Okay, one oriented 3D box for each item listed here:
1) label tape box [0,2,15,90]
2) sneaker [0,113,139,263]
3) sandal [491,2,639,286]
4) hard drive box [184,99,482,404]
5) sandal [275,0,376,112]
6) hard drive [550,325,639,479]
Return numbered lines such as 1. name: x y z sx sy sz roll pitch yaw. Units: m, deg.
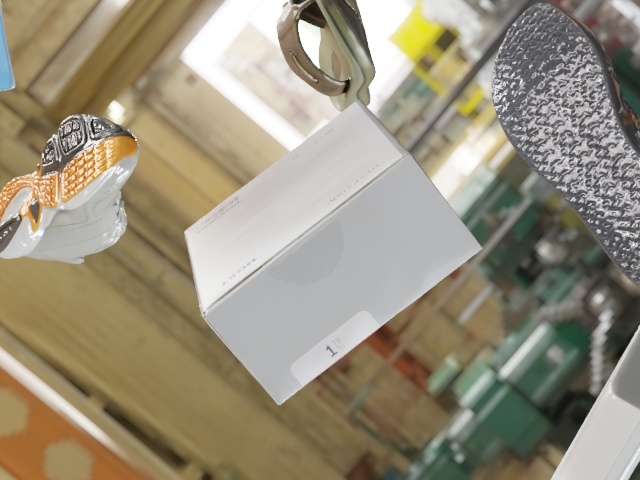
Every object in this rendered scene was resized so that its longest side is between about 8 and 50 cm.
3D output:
1. label tape box: -0.351 -0.205 1.317 0.115 0.348 0.249 -14 -85 -63
2. sneaker: -0.239 -0.049 1.873 0.121 0.262 0.099 15 -117 -30
3. sandal: 0.208 -0.065 1.344 0.054 0.097 0.254 13 -135 -54
4. hard drive box: 0.000 0.000 1.321 0.089 0.181 0.232 52 -176 -15
5. sandal: 0.002 -0.194 1.800 0.303 0.086 0.120 86 170 -72
6. hard drive: 0.198 0.202 1.401 0.047 0.353 0.233 29 -147 10
